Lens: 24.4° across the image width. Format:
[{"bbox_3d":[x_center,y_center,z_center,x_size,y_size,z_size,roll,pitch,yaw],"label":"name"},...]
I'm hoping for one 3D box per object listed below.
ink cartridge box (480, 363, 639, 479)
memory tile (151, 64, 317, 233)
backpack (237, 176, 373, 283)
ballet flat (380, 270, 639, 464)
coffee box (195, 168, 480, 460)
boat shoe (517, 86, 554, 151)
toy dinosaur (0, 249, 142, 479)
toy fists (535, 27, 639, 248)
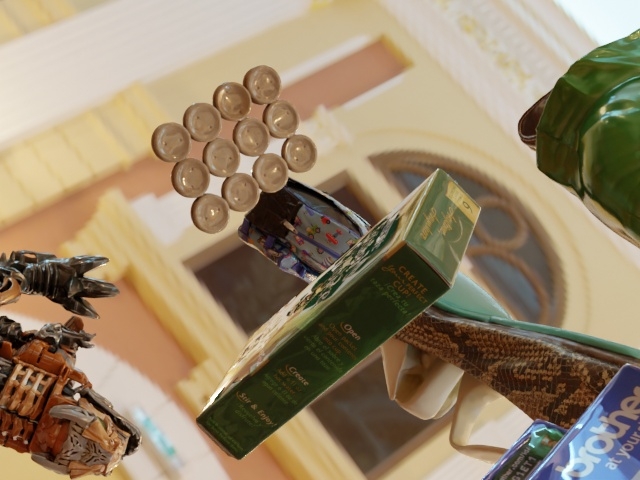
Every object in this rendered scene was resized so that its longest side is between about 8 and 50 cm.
[{"bbox_3d":[0.156,0.144,0.525,0.311,0.186,0.065,15,-47,40],"label":"ink cartridge box"},{"bbox_3d":[-0.078,-0.085,1.362,0.012,0.148,0.113,-5,-63,61],"label":"memory tile"},{"bbox_3d":[0.000,0.000,1.958,0.173,0.158,0.117,33,-88,31],"label":"backpack"},{"bbox_3d":[0.168,0.135,1.579,0.483,0.164,0.182,27,-82,55],"label":"ballet flat"},{"bbox_3d":[0.012,0.043,0.877,0.040,0.113,0.184,45,-61,-7],"label":"coffee box"},{"bbox_3d":[0.311,-0.174,1.720,0.207,0.073,0.073,-31,-127,28],"label":"boat shoe"},{"bbox_3d":[-0.273,0.078,1.174,0.322,0.218,0.164,47,-72,11],"label":"toy dinosaur"},{"bbox_3d":[0.240,-0.056,0.666,0.142,0.279,0.096,41,-42,43],"label":"toy fists"}]
